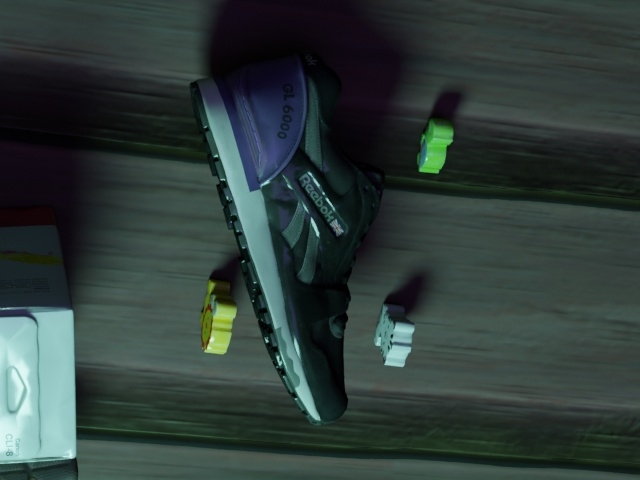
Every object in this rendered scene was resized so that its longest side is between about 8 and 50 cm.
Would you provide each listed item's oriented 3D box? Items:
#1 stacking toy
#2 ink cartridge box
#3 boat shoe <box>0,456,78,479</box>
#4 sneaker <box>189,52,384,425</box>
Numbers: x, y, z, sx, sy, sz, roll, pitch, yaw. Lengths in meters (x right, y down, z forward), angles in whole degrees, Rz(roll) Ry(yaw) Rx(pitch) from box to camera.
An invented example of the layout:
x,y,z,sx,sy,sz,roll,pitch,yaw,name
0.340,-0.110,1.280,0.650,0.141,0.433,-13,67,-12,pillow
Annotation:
x,y,z,sx,sy,sz,roll,pitch,yaw,name
0.006,-0.005,1.569,0.167,0.052,0.221,7,112,-16,stacking toy
-0.250,0.070,1.476,0.127,0.176,0.128,-3,115,-11,ink cartridge box
-0.353,0.200,1.561,0.324,0.123,0.116,-6,147,-8,boat shoe
0.000,0.000,1.493,0.124,0.107,0.283,-17,106,-6,sneaker
